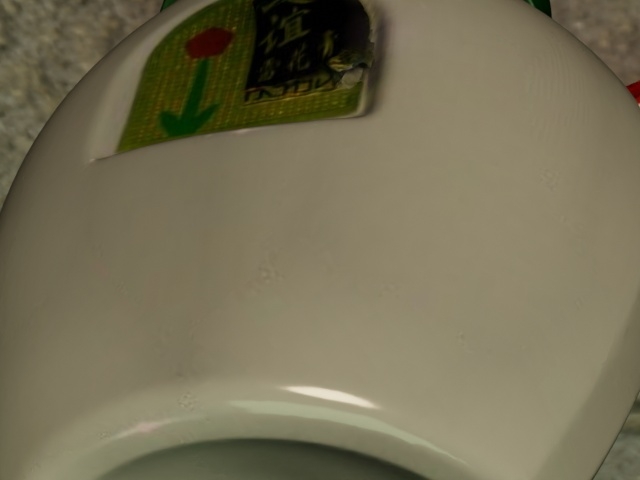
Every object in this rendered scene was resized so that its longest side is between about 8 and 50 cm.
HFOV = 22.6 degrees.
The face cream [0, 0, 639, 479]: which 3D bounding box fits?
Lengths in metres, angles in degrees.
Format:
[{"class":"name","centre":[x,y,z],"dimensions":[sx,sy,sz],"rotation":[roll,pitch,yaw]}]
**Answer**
[{"class":"face cream","centre":[0.000,0.000,0.735],"dimensions":[0.312,0.357,0.219],"rotation":[-9,128,17]}]

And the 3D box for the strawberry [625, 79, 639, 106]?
[{"class":"strawberry","centre":[0.221,-0.052,0.843],"dimensions":[0.187,0.082,0.146],"rotation":[-31,126,23]}]
